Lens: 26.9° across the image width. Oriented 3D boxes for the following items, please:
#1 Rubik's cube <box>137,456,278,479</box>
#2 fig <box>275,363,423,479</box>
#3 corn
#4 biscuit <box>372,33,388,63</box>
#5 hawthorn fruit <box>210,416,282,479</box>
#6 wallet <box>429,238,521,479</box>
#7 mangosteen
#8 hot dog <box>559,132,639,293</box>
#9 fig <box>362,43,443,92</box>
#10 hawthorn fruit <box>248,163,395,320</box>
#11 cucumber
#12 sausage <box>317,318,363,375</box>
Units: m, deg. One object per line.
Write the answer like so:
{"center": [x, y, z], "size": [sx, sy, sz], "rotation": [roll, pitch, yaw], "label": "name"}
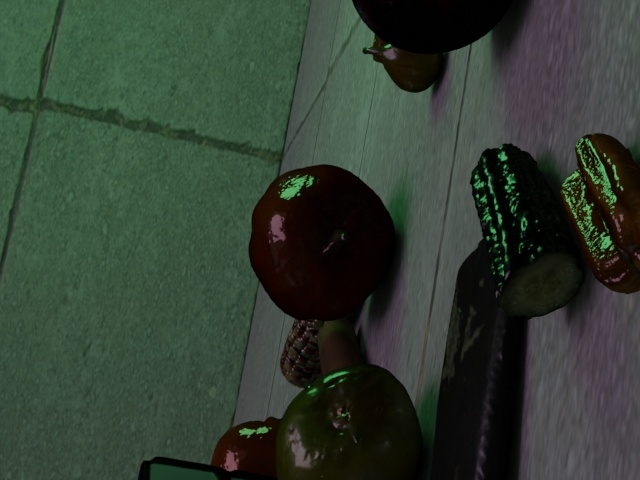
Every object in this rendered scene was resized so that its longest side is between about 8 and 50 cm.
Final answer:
{"center": [-0.100, 0.446, 1.540], "size": [0.288, 0.293, 0.284], "rotation": [-103, 28, -76], "label": "Rubik's cube"}
{"center": [0.022, 0.236, 1.441], "size": [0.233, 0.167, 0.167], "rotation": [121, 160, -48], "label": "fig"}
{"center": [0.001, 0.128, 2.027], "size": [0.253, 0.086, 0.086], "rotation": [110, 169, -46], "label": "corn"}
{"center": [0.134, -0.383, 1.976], "size": [0.301, 0.049, 0.197], "rotation": [121, 155, -68], "label": "biscuit"}
{"center": [-0.048, 0.341, 1.741], "size": [0.196, 0.196, 0.226], "rotation": [138, 127, -77], "label": "hawthorn fruit"}
{"center": [0.132, 0.148, 1.193], "size": [0.170, 0.044, 0.321], "rotation": [113, 167, -63], "label": "wallet"}
{"center": [0.119, -0.299, 1.427], "size": [0.210, 0.209, 0.210], "rotation": [-168, 90, -82], "label": "mangosteen"}
{"center": [0.203, -0.021, 0.931], "size": [0.165, 0.045, 0.071], "rotation": [-95, 20, -64], "label": "hot dog"}
{"center": [0.110, -0.235, 1.738], "size": [0.084, 0.098, 0.082], "rotation": [-136, 59, -67], "label": "fig"}
{"center": [0.000, 0.000, 1.807], "size": [0.249, 0.215, 0.215], "rotation": [164, 118, -83], "label": "hawthorn fruit"}
{"center": [0.163, -0.021, 1.114], "size": [0.265, 0.077, 0.077], "rotation": [-95, 18, -61], "label": "cucumber"}
{"center": [0.034, 0.179, 1.807], "size": [0.301, 0.065, 0.066], "rotation": [-99, 22, -75], "label": "sausage"}
